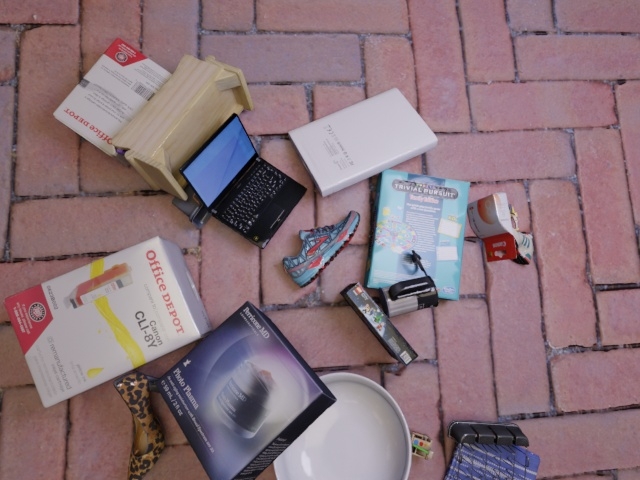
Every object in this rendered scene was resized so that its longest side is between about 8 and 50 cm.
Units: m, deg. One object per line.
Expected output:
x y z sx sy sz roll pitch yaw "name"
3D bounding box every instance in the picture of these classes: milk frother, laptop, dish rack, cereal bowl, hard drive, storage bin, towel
0.217 0.110 1.084 0.134 0.129 0.143 -13 41 -6 "milk frother"
-0.188 -0.156 1.104 0.264 0.136 0.234 34 65 0 "laptop"
0.432 0.619 1.084 0.208 0.074 0.272 6 87 -4 "dish rack"
0.059 0.512 1.038 0.338 0.141 0.339 -6 62 11 "cereal bowl"
0.115 -0.286 1.185 0.353 0.047 0.233 -25 63 -7 "hard drive"
-0.337 -0.117 1.142 0.091 0.098 0.135 31 81 10 "storage bin"
0.436 0.698 1.131 0.243 0.040 0.336 24 83 -3 "towel"

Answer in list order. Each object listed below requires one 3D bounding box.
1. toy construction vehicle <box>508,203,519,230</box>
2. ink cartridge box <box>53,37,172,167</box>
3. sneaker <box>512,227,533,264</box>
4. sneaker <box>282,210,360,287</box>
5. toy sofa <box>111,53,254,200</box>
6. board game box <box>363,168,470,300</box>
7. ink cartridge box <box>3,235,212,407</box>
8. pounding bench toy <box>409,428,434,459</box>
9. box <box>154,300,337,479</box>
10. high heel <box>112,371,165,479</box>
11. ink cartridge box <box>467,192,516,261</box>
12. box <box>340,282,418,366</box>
0.536 -0.069 1.234 0.085 0.035 0.098 -9 83 -6 "toy construction vehicle"
-0.541 -0.370 1.142 0.197 0.114 0.273 35 80 0 "ink cartridge box"
0.566 -0.001 1.198 0.161 0.057 0.075 45 69 -30 "sneaker"
0.000 0.000 1.147 0.125 0.104 0.262 43 81 4 "sneaker"
-0.350 -0.304 1.101 0.177 0.150 0.363 24 70 17 "toy sofa"
0.271 -0.015 1.183 0.253 0.079 0.336 9 82 -3 "board game box"
-0.511 0.190 1.048 0.384 0.160 0.279 -24 85 -8 "ink cartridge box"
0.257 0.542 1.106 0.065 0.083 0.052 20 82 -3 "pounding bench toy"
-0.174 0.359 0.996 0.294 0.183 0.296 -41 62 -10 "box"
-0.460 0.452 1.005 0.093 0.186 0.261 4 68 37 "high heel"
0.474 -0.031 1.169 0.045 0.145 0.179 -4 84 -10 "ink cartridge box"
0.147 0.214 1.101 0.044 0.159 0.233 -39 88 -7 "box"
